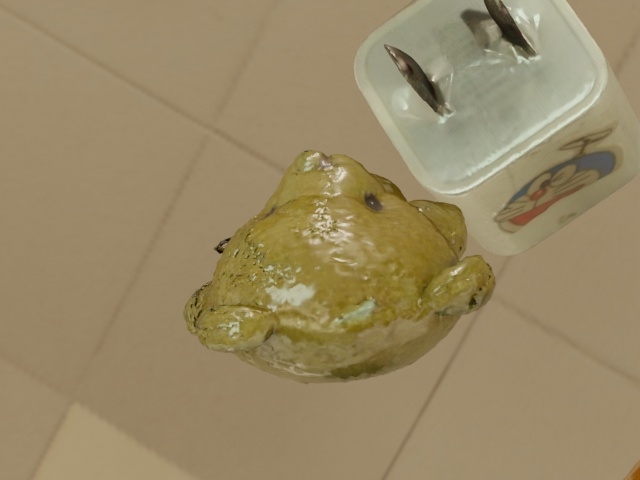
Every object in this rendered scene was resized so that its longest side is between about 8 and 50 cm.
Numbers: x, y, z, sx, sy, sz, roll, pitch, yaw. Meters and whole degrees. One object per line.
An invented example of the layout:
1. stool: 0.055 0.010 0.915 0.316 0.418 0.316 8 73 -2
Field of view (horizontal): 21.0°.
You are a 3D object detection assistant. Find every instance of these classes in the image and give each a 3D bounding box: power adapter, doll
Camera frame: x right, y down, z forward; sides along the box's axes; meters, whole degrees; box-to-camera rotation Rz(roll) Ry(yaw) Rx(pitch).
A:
1. power adapter: 0.099 -0.089 1.010 0.130 0.205 0.125 -35 65 9
2. doll: 0.000 0.000 0.772 0.137 0.209 0.097 -15 104 -4

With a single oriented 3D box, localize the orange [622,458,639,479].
1. orange: 0.171 0.131 0.461 0.219 0.193 0.219 -5 67 11
